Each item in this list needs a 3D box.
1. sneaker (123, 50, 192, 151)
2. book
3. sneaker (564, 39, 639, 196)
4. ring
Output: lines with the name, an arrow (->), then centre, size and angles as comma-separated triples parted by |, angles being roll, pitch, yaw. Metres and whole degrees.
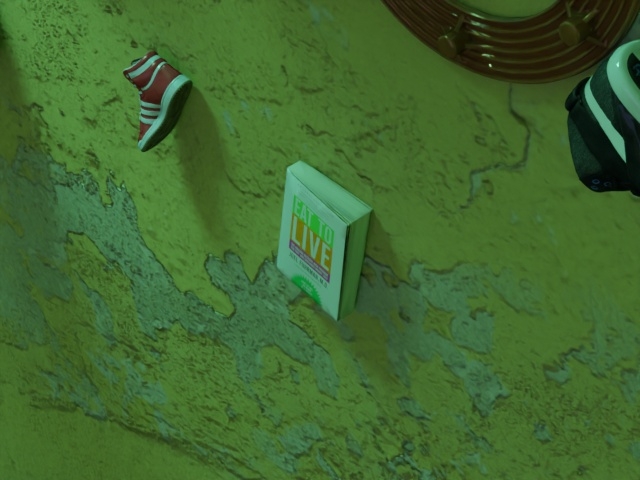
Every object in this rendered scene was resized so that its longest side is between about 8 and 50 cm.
sneaker -> -0.179, -0.148, 1.917 | 0.067, 0.042, 0.118 | 44, 137, 10
book -> 0.000, 0.000, 1.841 | 0.096, 0.035, 0.144 | 40, 144, 28
sneaker -> 0.272, -0.042, 1.442 | 0.217, 0.079, 0.121 | 60, 150, 7
ring -> 0.117, -0.273, 1.467 | 0.336, 0.032, 0.337 | 32, 140, 31
